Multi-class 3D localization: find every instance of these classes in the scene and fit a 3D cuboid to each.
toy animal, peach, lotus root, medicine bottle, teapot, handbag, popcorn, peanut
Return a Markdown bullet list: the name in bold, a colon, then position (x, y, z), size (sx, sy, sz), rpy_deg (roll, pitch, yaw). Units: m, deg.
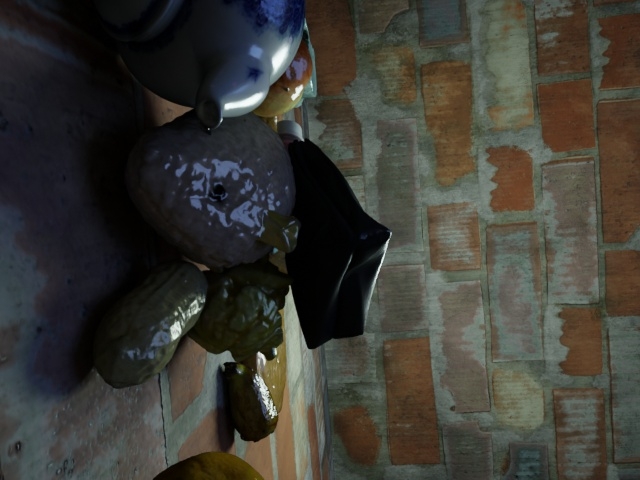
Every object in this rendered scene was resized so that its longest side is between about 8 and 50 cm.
- **toy animal**: position (-0.138, -0.080, 0.712), size (0.226, 0.188, 0.358), rpy_deg (59, 27, -16)
- **peach**: position (-0.133, -0.381, 1.070), size (0.232, 0.232, 0.233), rpy_deg (-4, 90, -85)
- **lotus root**: position (-0.145, 0.320, 1.002), size (0.108, 0.094, 0.191), rpy_deg (21, -53, 57)
- **medicine bottle**: position (-0.107, -0.250, 1.519), size (0.147, 0.147, 0.247), rpy_deg (78, 11, -58)
- **teapot**: position (-0.161, -0.293, 0.575), size (0.280, 0.252, 0.424), rpy_deg (1, 60, -56)
- **handbag**: position (0.000, 0.000, 0.878), size (0.342, 0.152, 0.288), rpy_deg (98, -26, -49)
- **popcorn**: position (-0.132, 0.096, 0.808), size (0.185, 0.167, 0.187), rpy_deg (110, -11, -55)
- **peanut**: position (-0.199, 0.093, 0.585), size (0.098, 0.090, 0.214), rpy_deg (-52, -174, 18)

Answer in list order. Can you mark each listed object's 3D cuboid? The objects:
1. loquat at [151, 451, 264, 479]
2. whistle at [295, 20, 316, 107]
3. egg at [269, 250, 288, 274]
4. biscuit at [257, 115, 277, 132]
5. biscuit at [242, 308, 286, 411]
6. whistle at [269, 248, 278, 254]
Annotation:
- **loquat**: position (-0.141, 0.341, 0.550), size (0.234, 0.176, 0.187), rpy_deg (32, 53, -71)
- **whistle**: position (-0.111, -0.633, 1.608), size (0.188, 0.168, 0.405), rpy_deg (-80, 166, -66)
- **egg**: position (-0.089, 0.000, 1.294), size (0.195, 0.195, 0.233), rpy_deg (-88, 154, -47)
- **biscuit**: position (-0.162, -0.468, 1.340), size (0.314, 0.063, 0.367), rpy_deg (137, -52, -84)
- **biscuit**: position (-0.134, 0.281, 1.280), size (0.365, 0.062, 0.385), rpy_deg (66, 21, -77)
- **whistle**: position (-0.140, -0.051, 1.054), size (0.180, 0.093, 0.269), rpy_deg (57, -15, -4)
